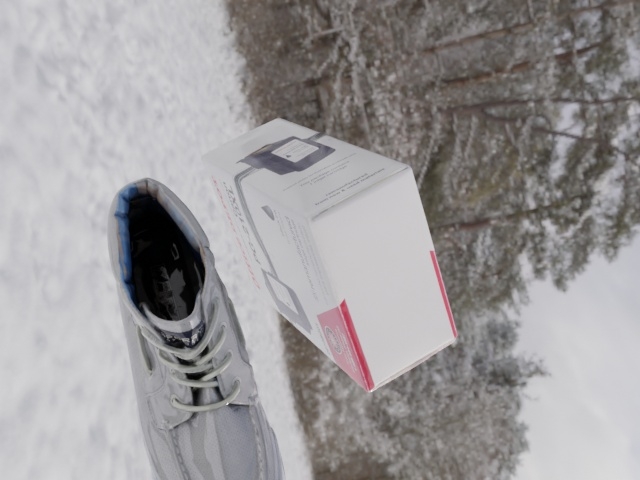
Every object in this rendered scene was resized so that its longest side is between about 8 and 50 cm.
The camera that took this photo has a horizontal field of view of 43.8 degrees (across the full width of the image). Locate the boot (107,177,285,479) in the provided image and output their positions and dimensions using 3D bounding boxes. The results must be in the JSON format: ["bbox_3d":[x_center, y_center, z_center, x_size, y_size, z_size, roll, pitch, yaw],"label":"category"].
[{"bbox_3d":[-0.094,0.085,0.542,0.123,0.095,0.258,96,-29,-65],"label":"boot"}]

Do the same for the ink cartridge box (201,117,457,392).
[{"bbox_3d":[0.000,0.000,0.721,0.237,0.100,0.172,32,-34,57],"label":"ink cartridge box"}]
